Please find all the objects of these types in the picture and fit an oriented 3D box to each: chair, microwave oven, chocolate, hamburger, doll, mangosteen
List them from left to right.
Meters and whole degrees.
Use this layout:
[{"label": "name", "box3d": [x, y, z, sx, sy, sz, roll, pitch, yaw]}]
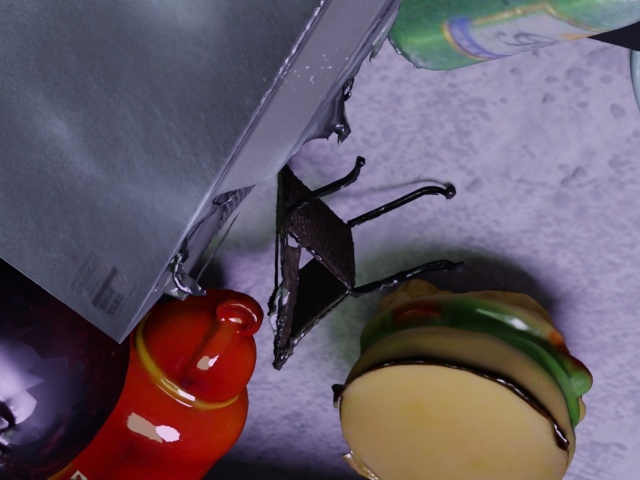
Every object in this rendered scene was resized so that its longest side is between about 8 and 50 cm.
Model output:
[{"label": "mangosteen", "box3d": [-0.314, 0.075, 1.438, 0.297, 0.293, 0.297, -13, 119, -25]}, {"label": "microwave oven", "box3d": [-0.122, -0.198, 1.174, 0.374, 0.236, 0.432, 37, 131, 2]}, {"label": "doll", "box3d": [-0.164, 0.151, 1.604, 0.182, 0.160, 0.363, 36, 128, -12]}, {"label": "chair", "box3d": [0.000, 0.000, 1.438, 0.213, 0.174, 0.149, -37, 120, 23]}, {"label": "hamburger", "box3d": [0.136, 0.133, 1.538, 0.237, 0.149, 0.237, 12, 134, 13]}, {"label": "chocolate", "box3d": [0.176, -0.186, 1.196, 0.291, 0.110, 0.110, -5, 134, 46]}]

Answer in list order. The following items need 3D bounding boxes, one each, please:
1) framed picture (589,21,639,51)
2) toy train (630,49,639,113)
[{"label": "framed picture", "box3d": [0.366, -0.240, 1.205, 0.255, 0.014, 0.339, 11, 135, -19]}, {"label": "toy train", "box3d": [0.303, -0.064, 1.392, 0.055, 0.048, 0.252, -18, 126, 22]}]
